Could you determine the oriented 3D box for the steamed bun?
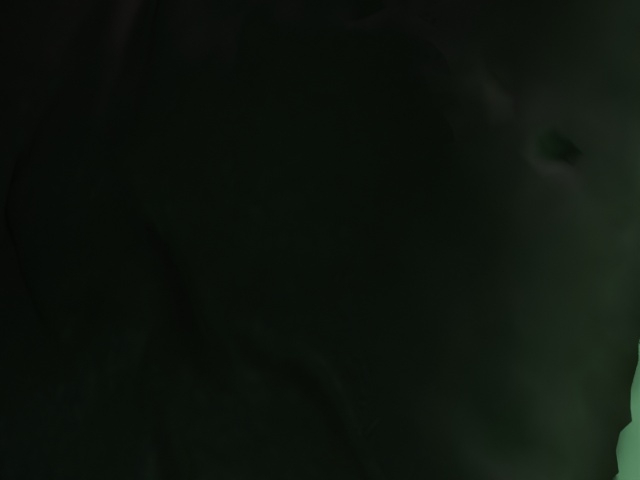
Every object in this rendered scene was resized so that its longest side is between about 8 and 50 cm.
[{"bbox_3d":[-0.004,-0.002,0.503,0.383,0.236,0.247,35,72,-80],"label":"steamed bun"}]
